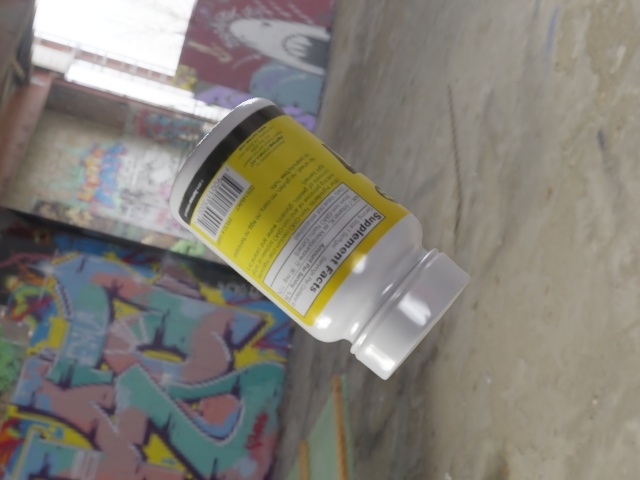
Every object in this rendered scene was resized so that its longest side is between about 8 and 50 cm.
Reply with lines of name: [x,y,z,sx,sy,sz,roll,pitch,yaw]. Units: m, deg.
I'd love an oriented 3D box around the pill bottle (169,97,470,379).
pill bottle: [0.000,0.000,0.720,0.119,0.208,0.119,-49,-9,-11]
